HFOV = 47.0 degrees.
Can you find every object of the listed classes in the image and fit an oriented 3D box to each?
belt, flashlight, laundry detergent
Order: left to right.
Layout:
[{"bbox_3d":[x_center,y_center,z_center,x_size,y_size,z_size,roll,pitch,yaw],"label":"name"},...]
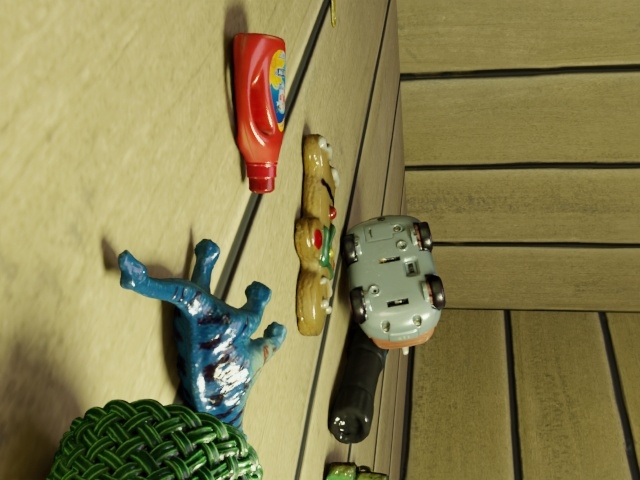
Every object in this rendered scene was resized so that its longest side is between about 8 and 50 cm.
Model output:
[{"bbox_3d":[-0.096,0.150,0.429,0.079,0.121,0.151,-85,-178,-49],"label":"belt"},{"bbox_3d":[-0.065,-0.131,0.779,0.097,0.049,0.165,-27,118,-70],"label":"laundry detergent"},{"bbox_3d":[0.087,0.259,1.511,0.424,0.103,0.103,-65,153,-62],"label":"flashlight"}]

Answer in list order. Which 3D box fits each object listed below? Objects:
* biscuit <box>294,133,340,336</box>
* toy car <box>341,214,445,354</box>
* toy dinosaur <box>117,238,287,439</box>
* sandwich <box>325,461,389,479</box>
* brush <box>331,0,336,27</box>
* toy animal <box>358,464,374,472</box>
[{"bbox_3d":[0.000,0.000,1.141,0.197,0.049,0.301,58,34,-67],"label":"biscuit"},{"bbox_3d":[0.150,0.095,1.506,0.212,0.181,0.270,74,6,-59],"label":"toy car"},{"bbox_3d":[-0.082,0.094,0.628,0.144,0.076,0.329,-68,155,-46],"label":"toy dinosaur"},{"bbox_3d":[0.071,0.519,1.354,0.212,0.109,0.292,-75,162,-56],"label":"sandwich"},{"bbox_3d":[0.019,-0.487,1.325,0.083,0.011,0.205,-74,161,-60],"label":"brush"},{"bbox_3d":[0.107,0.552,1.551,0.219,0.095,0.155,50,-16,36],"label":"toy animal"}]
